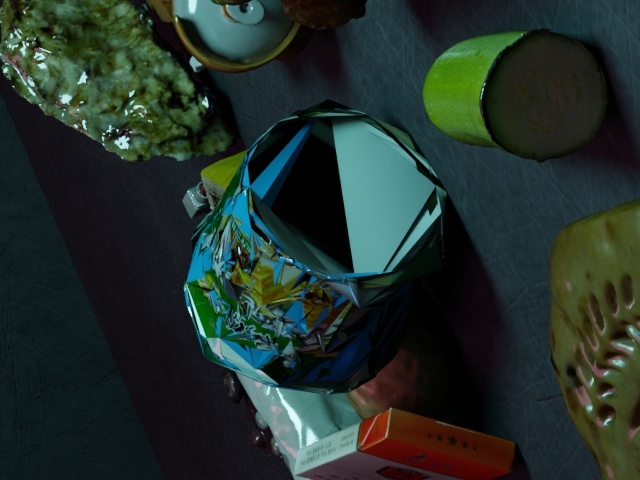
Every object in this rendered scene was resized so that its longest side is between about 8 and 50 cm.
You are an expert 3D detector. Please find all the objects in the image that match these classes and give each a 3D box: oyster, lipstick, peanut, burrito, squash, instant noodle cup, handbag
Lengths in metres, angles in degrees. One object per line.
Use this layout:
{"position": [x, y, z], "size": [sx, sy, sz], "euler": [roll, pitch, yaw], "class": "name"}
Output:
{"position": [-0.267, -0.231, 2.208], "size": [0.396, 0.204, 0.111], "euler": [48, 139, 6], "class": "oyster"}
{"position": [-0.153, -0.060, 2.458], "size": [0.030, 0.030, 0.129], "euler": [64, 165, 6], "class": "lipstick"}
{"position": [0.068, 0.121, 1.872], "size": [0.159, 0.109, 0.140], "euler": [58, 178, -20], "class": "peanut"}
{"position": [0.009, 0.209, 2.126], "size": [0.445, 0.139, 0.101], "euler": [59, 147, 22], "class": "burrito"}
{"position": [0.130, -0.110, 1.378], "size": [0.188, 0.095, 0.095], "euler": [-153, 41, -73], "class": "squash"}
{"position": [0.000, 0.000, 1.731], "size": [0.240, 0.240, 0.178], "euler": [60, 154, 21], "class": "instant noodle cup"}
{"position": [-0.078, 0.186, 2.496], "size": [0.203, 0.074, 0.216], "euler": [68, 164, -6], "class": "handbag"}

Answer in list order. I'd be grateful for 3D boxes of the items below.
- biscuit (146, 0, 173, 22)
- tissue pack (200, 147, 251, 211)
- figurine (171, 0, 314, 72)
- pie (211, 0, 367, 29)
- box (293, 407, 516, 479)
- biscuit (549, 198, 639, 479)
{"position": [-0.223, -0.396, 2.175], "size": [0.284, 0.043, 0.306], "euler": [27, 138, 66], "class": "biscuit"}
{"position": [-0.040, -0.046, 1.952], "size": [0.169, 0.120, 0.082], "euler": [-147, 39, -65], "class": "tissue pack"}
{"position": [-0.088, -0.228, 1.821], "size": [0.271, 0.143, 0.143], "euler": [22, 134, 66], "class": "figurine"}
{"position": [-0.054, -0.389, 1.408], "size": [0.395, 0.180, 0.418], "euler": [130, 122, -74], "class": "pie"}
{"position": [0.079, 0.216, 1.869], "size": [0.245, 0.139, 0.035], "euler": [149, 136, -63], "class": "box"}
{"position": [0.257, 0.134, 1.265], "size": [0.359, 0.046, 0.359], "euler": [54, 160, 31], "class": "biscuit"}
